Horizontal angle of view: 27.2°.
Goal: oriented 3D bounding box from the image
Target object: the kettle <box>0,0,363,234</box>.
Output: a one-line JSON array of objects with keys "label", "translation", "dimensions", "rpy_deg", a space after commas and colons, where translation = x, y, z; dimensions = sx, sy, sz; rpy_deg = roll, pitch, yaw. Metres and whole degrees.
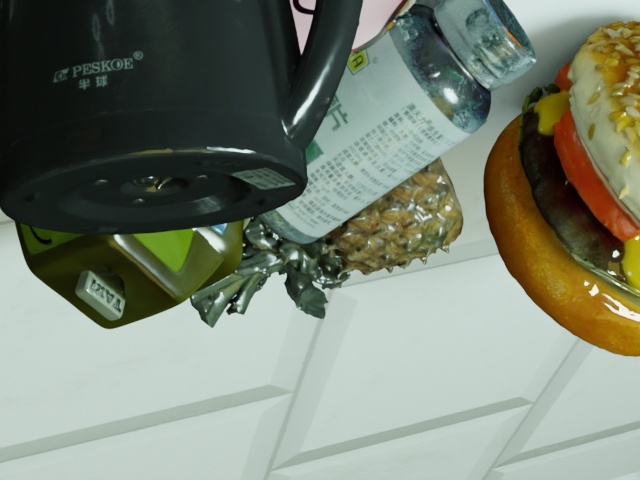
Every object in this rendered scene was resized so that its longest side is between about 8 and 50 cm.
[{"label": "kettle", "translation": [-0.095, -0.168, 0.916], "dimensions": [0.268, 0.290, 0.207], "rpy_deg": [-9, 166, 15]}]

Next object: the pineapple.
[{"label": "pineapple", "translation": [0.000, 0.000, 1.426], "dimensions": [0.310, 0.141, 0.170], "rpy_deg": [-23, 115, 9]}]

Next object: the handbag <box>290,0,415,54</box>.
[{"label": "handbag", "translation": [-0.005, -0.239, 1.049], "dimensions": [0.179, 0.116, 0.205], "rpy_deg": [1, 143, -38]}]

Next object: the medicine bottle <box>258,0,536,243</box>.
[{"label": "medicine bottle", "translation": [0.059, -0.126, 1.257], "dimensions": [0.293, 0.141, 0.141], "rpy_deg": [-34, 149, 21]}]

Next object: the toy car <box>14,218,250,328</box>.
[{"label": "toy car", "translation": [-0.175, -0.027, 1.144], "dimensions": [0.204, 0.198, 0.248], "rpy_deg": [-19, 133, 29]}]

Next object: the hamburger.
[{"label": "hamburger", "translation": [0.351, -0.063, 1.384], "dimensions": [0.330, 0.330, 0.250], "rpy_deg": [0, 149, -34]}]
